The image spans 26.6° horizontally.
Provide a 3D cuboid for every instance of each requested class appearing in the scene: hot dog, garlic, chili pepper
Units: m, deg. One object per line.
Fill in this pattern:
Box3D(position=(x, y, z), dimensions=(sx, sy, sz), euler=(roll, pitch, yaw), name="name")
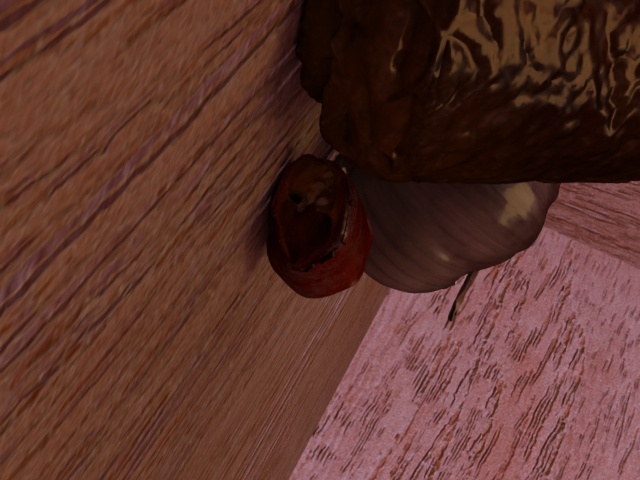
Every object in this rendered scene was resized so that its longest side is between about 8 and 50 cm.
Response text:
Box3D(position=(0.144, -0.149, 0.904), dimensions=(0.387, 0.174, 0.267), euler=(0, 115, -38), name="hot dog")
Box3D(position=(0.094, -0.044, 1.194), dimensions=(0.257, 0.207, 0.207), euler=(100, 16, -62), name="garlic")
Box3D(position=(0.000, 0.000, 1.049), dimensions=(0.086, 0.084, 0.192), euler=(-47, 166, -6), name="chili pepper")
